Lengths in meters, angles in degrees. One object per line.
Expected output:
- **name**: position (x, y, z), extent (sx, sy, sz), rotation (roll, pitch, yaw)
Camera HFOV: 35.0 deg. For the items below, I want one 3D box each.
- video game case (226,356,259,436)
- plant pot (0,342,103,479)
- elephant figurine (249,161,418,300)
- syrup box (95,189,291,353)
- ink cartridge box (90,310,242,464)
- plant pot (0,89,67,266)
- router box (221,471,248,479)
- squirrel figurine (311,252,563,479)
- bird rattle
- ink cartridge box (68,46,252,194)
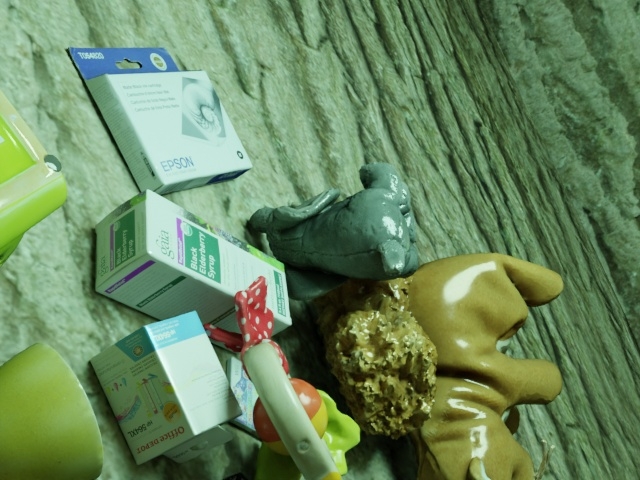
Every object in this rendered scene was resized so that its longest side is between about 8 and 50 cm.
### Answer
- **video game case**: position (-0.072, 0.207, 1.265), extent (0.122, 0.011, 0.087), rotation (36, 36, -35)
- **plant pot**: position (-0.266, 0.170, 0.891), extent (0.095, 0.134, 0.134), rotation (-24, 83, -36)
- **elephant figurine**: position (0.000, 0.000, 1.328), extent (0.186, 0.239, 0.169), rotation (49, 35, -67)
- **syrup box**: position (-0.149, 0.042, 1.209), extent (0.237, 0.096, 0.093), rotation (32, 37, -42)
- **ink cartridge box**: position (-0.159, 0.164, 1.081), extent (0.090, 0.092, 0.143), rotation (-12, 73, -60)
- **plant pot**: position (-0.362, -0.042, 0.837), extent (0.227, 0.207, 0.228), rotation (54, 28, -8)
- **router box**: position (-0.088, 0.327, 1.097), extent (0.092, 0.038, 0.122), rotation (51, 30, -17)
- **squirrel figurine**: position (0.150, 0.211, 1.422), extent (0.397, 0.281, 0.370), rotation (22, 54, -28)
- **bird rattle**: position (-0.035, 0.172, 1.124), extent (0.207, 0.143, 0.253), rotation (-137, -152, -70)
- **ink cartridge box**: position (-0.209, -0.176, 1.371), extent (0.224, 0.045, 0.223), rotation (61, 29, 4)
